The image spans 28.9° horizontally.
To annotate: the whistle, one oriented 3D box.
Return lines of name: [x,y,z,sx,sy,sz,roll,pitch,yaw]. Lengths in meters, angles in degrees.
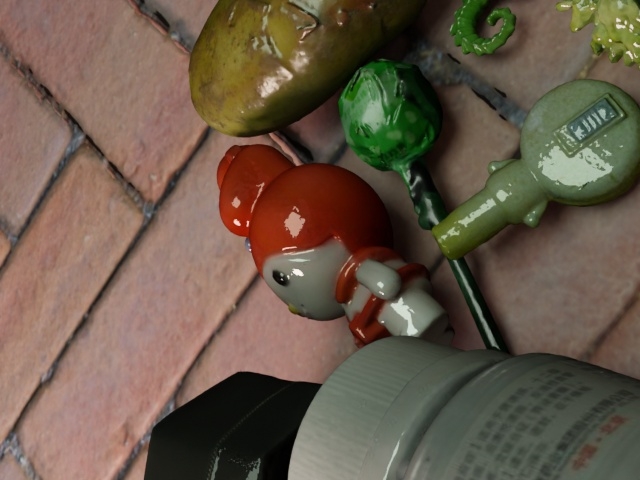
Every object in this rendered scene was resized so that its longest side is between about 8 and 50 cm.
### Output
whistle: [0.175,-0.054,1.015,0.198,0.057,0.104,-35,65,8]

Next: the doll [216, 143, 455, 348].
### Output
doll: [0.000,0.000,1.107,0.130,0.161,0.290,-45,63,-6]

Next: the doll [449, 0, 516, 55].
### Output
doll: [0.177,-0.245,1.083,0.190,0.050,0.115,-51,48,20]

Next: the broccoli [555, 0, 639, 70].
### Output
broccoli: [0.253,-0.240,0.816,0.275,0.397,0.353,0,121,40]

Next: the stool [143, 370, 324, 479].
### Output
stool: [-0.039,0.231,1.055,0.141,0.232,0.232,4,83,36]

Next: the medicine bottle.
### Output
medicine bottle: [0.148,0.201,0.893,0.306,0.245,0.245,16,91,46]

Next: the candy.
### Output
candy: [0.103,-0.014,1.086,0.097,0.097,0.323,-33,70,29]

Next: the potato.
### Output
potato: [-0.019,-0.210,1.165,0.298,0.141,0.176,-37,29,25]
